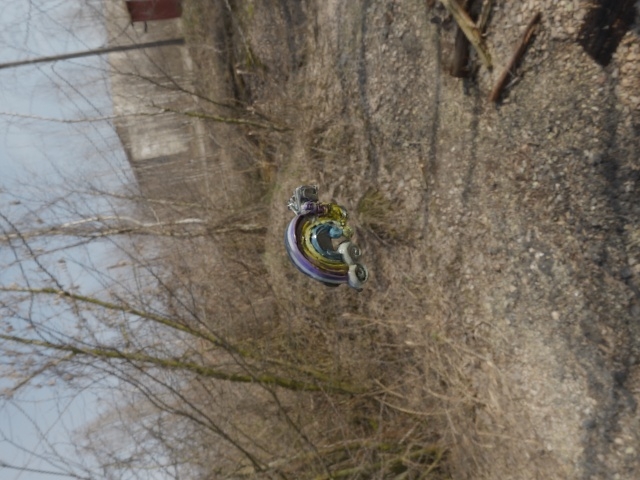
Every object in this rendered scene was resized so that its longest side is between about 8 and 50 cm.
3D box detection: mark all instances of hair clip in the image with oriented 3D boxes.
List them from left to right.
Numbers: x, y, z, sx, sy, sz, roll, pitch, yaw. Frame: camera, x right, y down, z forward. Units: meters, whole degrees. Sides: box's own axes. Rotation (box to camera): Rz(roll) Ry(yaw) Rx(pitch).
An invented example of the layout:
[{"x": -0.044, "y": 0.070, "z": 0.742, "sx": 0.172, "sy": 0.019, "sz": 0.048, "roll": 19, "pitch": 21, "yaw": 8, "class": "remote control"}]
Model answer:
[{"x": 0.000, "y": 0.000, "z": 0.640, "sx": 0.172, "sy": 0.116, "sz": 0.049, "roll": 69, "pitch": 152, "yaw": 21, "class": "hair clip"}]
